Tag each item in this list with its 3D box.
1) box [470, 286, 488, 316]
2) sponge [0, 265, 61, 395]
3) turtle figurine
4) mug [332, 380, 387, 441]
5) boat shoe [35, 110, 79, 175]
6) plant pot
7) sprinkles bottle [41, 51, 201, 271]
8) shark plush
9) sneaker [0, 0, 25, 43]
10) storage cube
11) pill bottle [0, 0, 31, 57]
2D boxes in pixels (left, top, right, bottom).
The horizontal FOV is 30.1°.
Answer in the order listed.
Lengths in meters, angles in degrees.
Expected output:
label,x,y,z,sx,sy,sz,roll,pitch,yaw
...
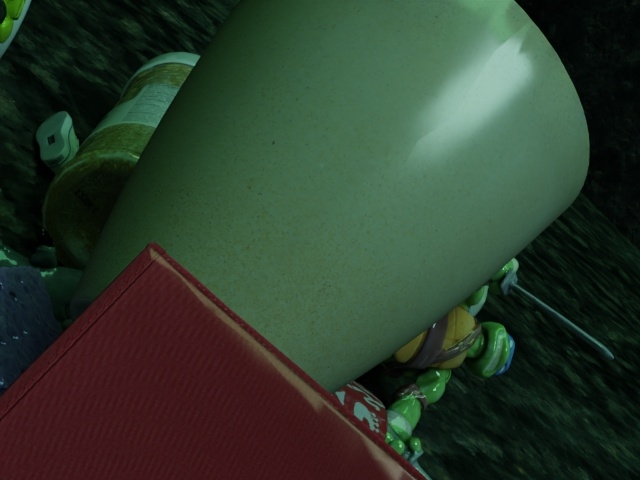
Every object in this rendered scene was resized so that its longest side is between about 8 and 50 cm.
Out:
label,x,y,z,sx,sy,sz,roll,pitch,yaw
box,0.059,0.002,1.352,0.275,0.094,0.113,39,18,1
sponge,-0.217,0.074,0.669,0.210,0.031,0.117,1,68,-66
turtle figurine,0.084,0.087,1.023,0.266,0.198,0.275,19,36,-20
mug,-0.049,0.132,0.871,0.169,0.150,0.113,35,-18,-26
boat shoe,-0.237,-0.085,1.093,0.035,0.035,0.100,60,1,-32
plant pot,-0.016,-0.013,0.737,0.256,0.274,0.256,33,-27,19
sprinkles bottle,-0.152,-0.077,1.086,0.121,0.121,0.355,36,19,-11
shark plush,-0.204,0.019,0.847,0.161,0.067,0.073,39,18,0
sneaker,-0.306,-0.228,0.853,0.123,0.109,0.295,27,-15,23
storage cube,-0.068,0.152,0.509,0.193,0.215,0.184,40,-20,4
pill bottle,-0.384,-0.246,0.988,0.264,0.153,0.153,27,22,-32
